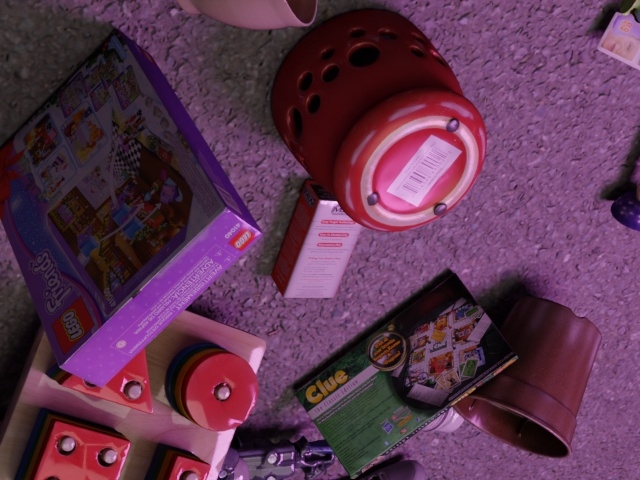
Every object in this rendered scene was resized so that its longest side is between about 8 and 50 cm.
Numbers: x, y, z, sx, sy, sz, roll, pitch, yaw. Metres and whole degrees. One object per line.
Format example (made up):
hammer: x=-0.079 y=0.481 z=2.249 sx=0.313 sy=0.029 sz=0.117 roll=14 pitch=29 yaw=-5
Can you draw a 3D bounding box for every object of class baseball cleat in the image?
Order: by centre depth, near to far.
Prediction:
baseball cleat: x=0.049 y=0.364 z=1.783 sx=0.206 sy=0.072 sz=0.109 roll=-36 pitch=135 yaw=2

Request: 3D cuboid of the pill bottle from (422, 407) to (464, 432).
pill bottle: x=0.127 y=0.211 z=1.691 sx=0.137 sy=0.078 sz=0.078 roll=21 pitch=115 yaw=-39

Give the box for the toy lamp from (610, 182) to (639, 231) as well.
toy lamp: x=0.438 y=-0.139 z=1.566 sx=0.080 sy=0.080 sz=0.274 roll=-6 pitch=131 yaw=-24

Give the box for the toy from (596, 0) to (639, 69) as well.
toy: x=0.451 y=-0.225 z=1.440 sx=0.237 sy=0.056 sz=0.136 roll=24 pitch=107 yaw=-7

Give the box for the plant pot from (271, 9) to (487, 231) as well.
plant pot: x=0.064 y=-0.119 z=1.317 sx=0.191 sy=0.174 sz=0.191 roll=-13 pitch=130 yaw=-16

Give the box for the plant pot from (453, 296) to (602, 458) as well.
plant pot: x=0.280 y=0.174 z=1.662 sx=0.167 sy=0.167 sz=0.165 roll=49 pitch=63 yaw=-45

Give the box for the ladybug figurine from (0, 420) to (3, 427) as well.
ladybug figurine: x=-0.441 y=0.384 z=1.473 sx=0.305 sy=0.162 sz=0.449 roll=-16 pitch=133 yaw=-16

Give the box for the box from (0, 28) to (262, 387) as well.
box: x=-0.192 y=-0.038 z=1.160 sx=0.201 sy=0.293 sz=0.057 roll=-43 pitch=137 yaw=10

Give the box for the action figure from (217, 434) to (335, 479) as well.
action figure: x=-0.110 y=0.342 z=1.568 sx=0.341 sy=0.178 sz=0.330 roll=-11 pitch=99 yaw=-17

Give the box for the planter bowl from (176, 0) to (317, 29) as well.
planter bowl: x=-0.079 y=-0.262 z=1.147 sx=0.109 sy=0.162 sz=0.162 roll=-10 pitch=137 yaw=17

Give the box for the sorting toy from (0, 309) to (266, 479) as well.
sorting toy: x=-0.199 y=0.194 z=1.391 sx=0.257 sy=0.089 sz=0.255 roll=22 pitch=86 yaw=-28

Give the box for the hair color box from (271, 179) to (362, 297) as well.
hair color box: x=0.000 y=0.000 z=1.470 sx=0.072 sy=0.043 sz=0.141 roll=2 pitch=127 yaw=-29

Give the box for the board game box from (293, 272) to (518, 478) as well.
board game box: x=0.106 y=0.171 z=1.609 sx=0.260 sy=0.136 sz=0.030 roll=-37 pitch=162 yaw=5
